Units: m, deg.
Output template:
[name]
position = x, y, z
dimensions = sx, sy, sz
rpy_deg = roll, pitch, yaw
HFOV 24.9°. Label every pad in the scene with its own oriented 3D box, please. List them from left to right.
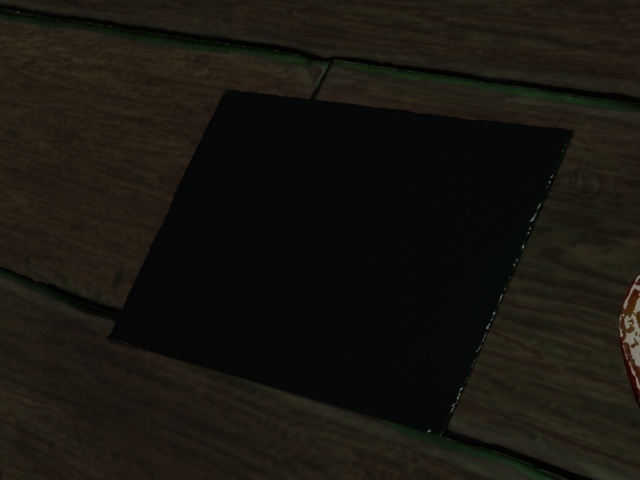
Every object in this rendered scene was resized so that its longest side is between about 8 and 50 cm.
[pad]
position = 0.000, 0.000, 1.128
dimensions = 0.368, 0.007, 0.247
rpy_deg = 11, 69, 42

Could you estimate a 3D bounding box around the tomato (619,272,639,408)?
[tomato]
position = 0.265, 0.068, 0.811
dimensions = 0.174, 0.082, 0.166
rpy_deg = -26, 65, 13
